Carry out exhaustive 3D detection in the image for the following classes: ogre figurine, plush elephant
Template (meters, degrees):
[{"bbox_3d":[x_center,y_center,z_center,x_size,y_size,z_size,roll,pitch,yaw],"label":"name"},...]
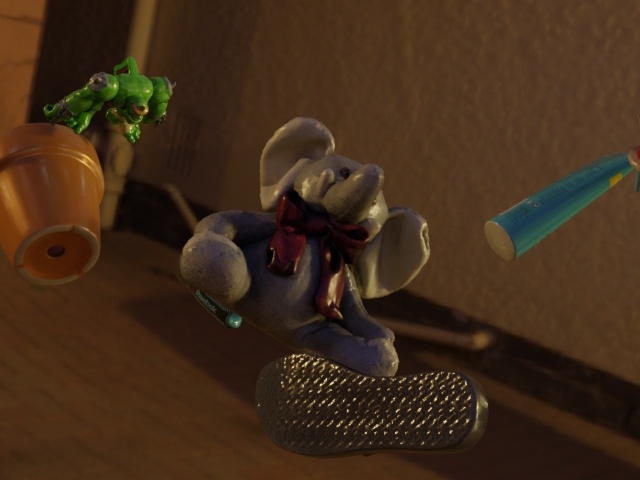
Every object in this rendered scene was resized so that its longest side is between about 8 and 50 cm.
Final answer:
[{"bbox_3d":[-0.305,-0.210,1.707,0.197,0.097,0.118,18,-36,-32],"label":"ogre figurine"},{"bbox_3d":[0.000,0.000,1.354,0.272,0.255,0.330,33,-6,-7],"label":"plush elephant"}]

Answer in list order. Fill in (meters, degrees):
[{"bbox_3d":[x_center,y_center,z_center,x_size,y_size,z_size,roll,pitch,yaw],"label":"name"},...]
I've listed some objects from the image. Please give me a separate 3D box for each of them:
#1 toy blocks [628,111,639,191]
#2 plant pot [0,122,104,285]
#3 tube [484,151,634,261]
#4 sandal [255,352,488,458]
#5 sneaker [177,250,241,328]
[{"bbox_3d":[0.365,-0.129,1.215,0.054,0.148,0.123,13,42,13],"label":"toy blocks"},{"bbox_3d":[-0.417,-0.041,1.723,0.205,0.205,0.188,5,41,-34],"label":"plant pot"},{"bbox_3d":[0.278,-0.051,1.279,0.207,0.052,0.080,-33,19,-17],"label":"tube"},{"bbox_3d":[0.043,0.163,1.062,0.254,0.097,0.054,2,-16,37],"label":"sandal"},{"bbox_3d":[-0.036,0.039,1.672,0.341,0.125,0.139,-19,51,-28],"label":"sneaker"}]
